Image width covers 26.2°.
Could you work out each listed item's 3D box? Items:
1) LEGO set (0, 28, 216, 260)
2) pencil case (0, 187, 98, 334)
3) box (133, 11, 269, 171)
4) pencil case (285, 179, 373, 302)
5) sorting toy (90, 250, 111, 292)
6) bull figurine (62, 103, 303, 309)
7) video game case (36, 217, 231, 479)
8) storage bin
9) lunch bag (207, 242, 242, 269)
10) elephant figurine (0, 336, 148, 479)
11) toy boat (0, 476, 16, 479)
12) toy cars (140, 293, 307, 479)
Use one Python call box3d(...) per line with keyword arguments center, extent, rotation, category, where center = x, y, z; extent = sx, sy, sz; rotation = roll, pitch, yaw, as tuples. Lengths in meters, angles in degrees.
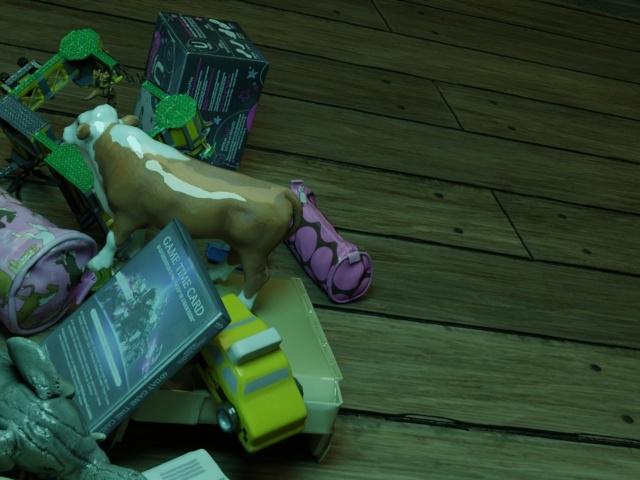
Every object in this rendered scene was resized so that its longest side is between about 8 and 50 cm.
box3d(center=(-0.306, -0.129, 1.980), extent=(0.331, 0.192, 0.255), rotation=(27, 65, 28), category="LEGO set")
box3d(center=(-0.466, -0.031, 1.758), extent=(0.386, 0.160, 0.167), rotation=(33, 47, 22), category="pencil case")
box3d(center=(-0.201, -0.212, 2.170), extent=(0.142, 0.247, 0.163), rotation=(4, 30, -28), category="box")
box3d(center=(0.000, 0.000, 2.066), extent=(0.095, 0.098, 0.209), rotation=(-2, 34, -35), category="pencil case")
box3d(center=(-0.319, 0.041, 1.863), extent=(0.061, 0.042, 0.102), rotation=(-22, 58, -31), category="sorting toy")
box3d(center=(-0.181, -0.040, 1.658), extent=(0.310, 0.188, 0.101), rotation=(20, 26, 3), category="bull figurine")
box3d(center=(-0.231, 0.120, 1.541), extent=(0.026, 0.274, 0.196), rotation=(43, 9, -38), category="video game case")
box3d(center=(-0.130, 0.149, 1.681), extent=(0.262, 0.123, 0.260), rotation=(8, 29, -21), category="storage bin")
box3d(center=(-0.117, 0.005, 2.017), extent=(0.098, 0.067, 0.065), rotation=(15, 27, -9), category="lunch bag")
box3d(center=(-0.299, 0.177, 1.386), extent=(0.186, 0.169, 0.239), rotation=(0, 0, -34), category="elephant figurine")
box3d(center=(-0.253, 0.310, 1.227), extent=(0.267, 0.148, 0.318), rotation=(21, -7, 6), category="toy boat")
box3d(center=(-0.096, 0.212, 1.462), extent=(0.176, 0.087, 0.394), rotation=(18, 50, -12), category="toy cars")
